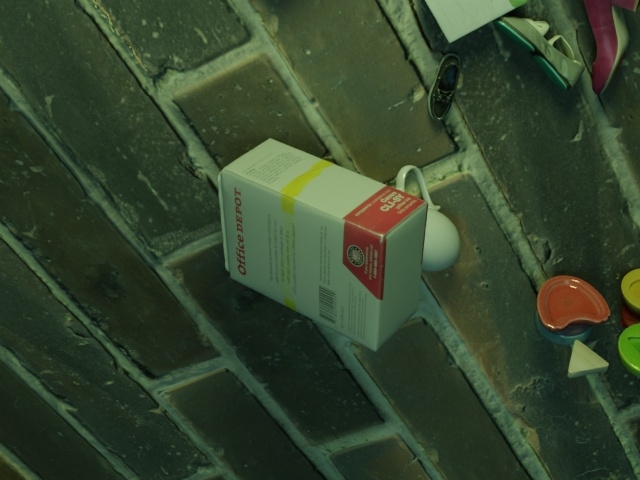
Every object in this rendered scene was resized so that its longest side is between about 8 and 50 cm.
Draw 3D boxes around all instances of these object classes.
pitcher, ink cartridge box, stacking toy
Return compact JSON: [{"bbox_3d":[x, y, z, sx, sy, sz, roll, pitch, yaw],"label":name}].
[{"bbox_3d":[0.207,-0.041,1.908,0.207,0.178,0.125,33,166,-38],"label":"pitcher"},{"bbox_3d":[0.292,-0.449,1.622,0.209,0.062,0.109,-25,122,20],"label":"ink cartridge box"},{"bbox_3d":[0.622,0.209,1.990,0.309,0.279,0.130,-2,138,2],"label":"stacking toy"},{"bbox_3d":[0.000,0.000,1.807,0.384,0.160,0.279,25,133,28],"label":"ink cartridge box"}]

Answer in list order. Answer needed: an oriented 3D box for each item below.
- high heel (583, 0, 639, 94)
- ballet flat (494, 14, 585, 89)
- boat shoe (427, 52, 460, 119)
[{"bbox_3d":[0.500,-0.379,1.675,0.117,0.082,0.244,24,144,19],"label":"high heel"},{"bbox_3d":[0.405,-0.362,1.693,0.213,0.072,0.068,37,93,-24],"label":"ballet flat"},{"bbox_3d":[0.236,-0.288,1.762,0.049,0.040,0.142,6,127,-3],"label":"boat shoe"}]
